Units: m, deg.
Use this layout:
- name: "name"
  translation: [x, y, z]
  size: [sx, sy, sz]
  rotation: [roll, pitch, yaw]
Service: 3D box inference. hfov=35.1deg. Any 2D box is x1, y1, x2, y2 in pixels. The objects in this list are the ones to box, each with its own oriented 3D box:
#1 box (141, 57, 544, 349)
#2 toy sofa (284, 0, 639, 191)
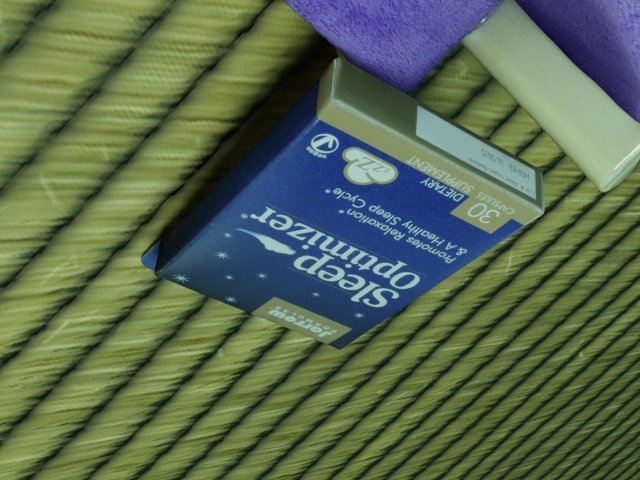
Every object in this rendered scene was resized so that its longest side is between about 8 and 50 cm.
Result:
- name: "box"
  translation: [0.000, 0.000, 0.580]
  size: [0.136, 0.037, 0.225]
  rotation: [24, 141, -24]
- name: "toy sofa"
  translation: [0.062, -0.127, 0.402]
  size: [0.177, 0.150, 0.362]
  rotation: [-43, 156, 10]
